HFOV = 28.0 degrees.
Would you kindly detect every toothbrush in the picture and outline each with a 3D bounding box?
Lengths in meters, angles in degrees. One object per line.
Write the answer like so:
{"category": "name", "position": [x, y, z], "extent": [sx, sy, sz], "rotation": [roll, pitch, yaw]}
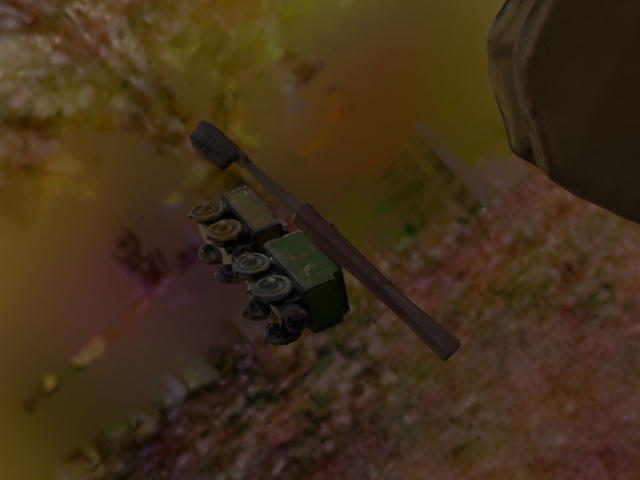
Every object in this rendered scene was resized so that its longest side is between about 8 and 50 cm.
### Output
{"category": "toothbrush", "position": [0.001, -0.001, 0.723], "extent": [0.017, 0.194, 0.014], "rotation": [-48, -5, -27]}

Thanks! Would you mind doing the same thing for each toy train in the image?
{"category": "toy train", "position": [-0.045, 0.016, 1.079], "extent": [0.081, 0.060, 0.202], "rotation": [-21, 34, -17]}

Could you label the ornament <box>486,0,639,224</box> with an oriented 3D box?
{"category": "ornament", "position": [0.186, -0.059, 0.558], "extent": [0.201, 0.180, 0.059], "rotation": [-21, 14, -2]}
